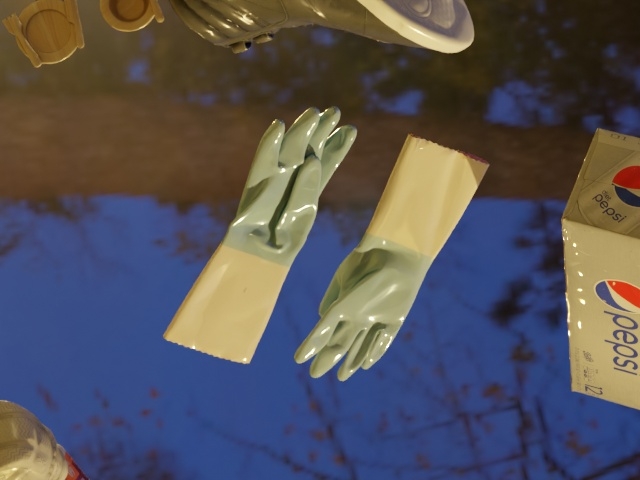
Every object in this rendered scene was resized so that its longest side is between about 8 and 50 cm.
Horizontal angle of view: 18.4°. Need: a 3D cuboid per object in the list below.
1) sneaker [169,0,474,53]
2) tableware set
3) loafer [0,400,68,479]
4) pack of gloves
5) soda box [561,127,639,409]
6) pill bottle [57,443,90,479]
[{"bbox_3d":[-0.009,-0.219,1.772,0.147,0.296,0.104,-36,-136,42],"label":"sneaker"},{"bbox_3d":[-0.229,-0.251,1.902,0.020,0.169,0.141,75,-2,-80],"label":"tableware set"},{"bbox_3d":[-0.362,0.222,1.637,0.319,0.111,0.112,-16,-122,13],"label":"loafer"},{"bbox_3d":[0.000,0.000,1.612,0.232,0.195,0.046,-62,-151,16],"label":"pack of gloves"},{"bbox_3d":[0.255,0.033,1.581,0.098,0.091,0.286,15,-28,18],"label":"soda box"},{"bbox_3d":[-0.267,0.341,2.165,0.221,0.121,0.121,52,-41,-9],"label":"pill bottle"}]
